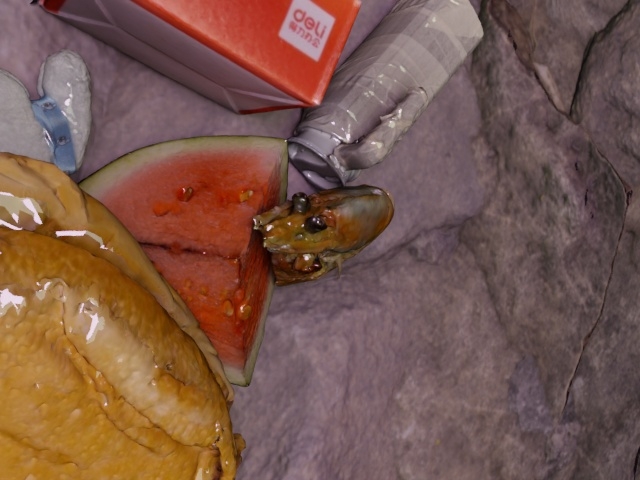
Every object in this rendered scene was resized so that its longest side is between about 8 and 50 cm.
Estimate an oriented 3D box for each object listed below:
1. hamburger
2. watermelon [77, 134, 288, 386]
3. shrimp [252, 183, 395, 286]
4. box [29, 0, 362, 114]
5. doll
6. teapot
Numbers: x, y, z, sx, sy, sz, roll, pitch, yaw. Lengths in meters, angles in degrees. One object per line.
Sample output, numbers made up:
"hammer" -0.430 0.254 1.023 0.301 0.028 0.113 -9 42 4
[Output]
"hamburger" -0.206 0.114 0.380 0.318 0.158 0.319 -9 117 -17
"watermelon" -0.091 0.020 0.505 0.193 0.137 0.145 -23 138 -23
"shrimp" 0.001 0.002 0.513 0.051 0.217 0.115 42 103 12
"box" -0.084 -0.170 0.460 0.182 0.133 0.099 26 81 -29
"doll" -0.232 -0.049 0.421 0.214 0.071 0.103 -39 113 -21
"teapot" 0.062 -0.128 0.567 0.200 0.107 0.077 -51 122 -15
